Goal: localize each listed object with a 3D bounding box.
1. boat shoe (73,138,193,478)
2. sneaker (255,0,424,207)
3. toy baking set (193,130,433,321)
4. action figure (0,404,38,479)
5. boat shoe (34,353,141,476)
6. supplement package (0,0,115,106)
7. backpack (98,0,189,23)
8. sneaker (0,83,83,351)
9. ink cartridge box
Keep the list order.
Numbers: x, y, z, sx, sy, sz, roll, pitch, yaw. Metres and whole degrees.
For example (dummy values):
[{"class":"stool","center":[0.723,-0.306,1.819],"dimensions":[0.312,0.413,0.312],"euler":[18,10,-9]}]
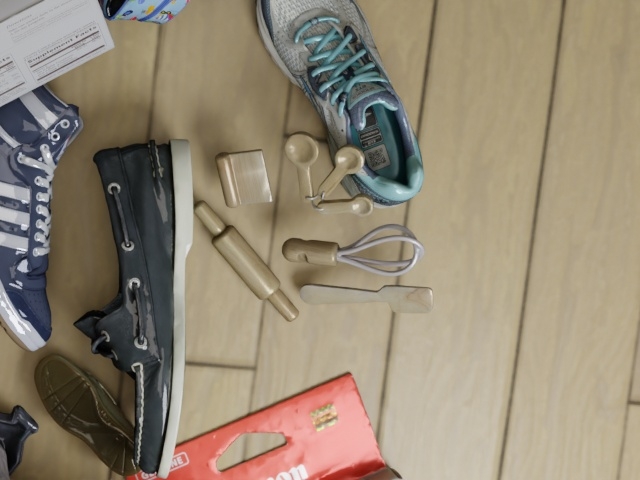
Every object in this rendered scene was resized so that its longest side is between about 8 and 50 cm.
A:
[{"class":"boat shoe","center":[-0.190,0.066,1.400],"dimensions":[0.113,0.127,0.340],"euler":[2,94,-11]},{"class":"sneaker","center":[0.034,-0.163,1.421],"dimensions":[0.110,0.122,0.283],"euler":[-31,101,-7]},{"class":"toy baking set","center":[-0.006,0.002,1.431],"dimensions":[0.197,0.030,0.256],"euler":[-27,109,28]},{"class":"action figure","center":[-0.424,0.301,1.343],"dimensions":[0.330,0.178,0.341],"euler":[29,95,-28]},{"class":"boat shoe","center":[-0.235,0.178,1.450],"dimensions":[0.056,0.048,0.153],"euler":[-44,96,9]},{"class":"supplement package","center":[-0.359,-0.227,1.288],"dimensions":[0.262,0.145,0.204],"euler":[-29,75,-8]},{"class":"backpack","center":[-0.146,-0.284,1.360],"dimensions":[0.117,0.158,0.173],"euler":[23,105,-31]},{"class":"sneaker","center":[-0.285,-0.041,1.383],"dimensions":[0.153,0.099,0.282],"euler":[-22,97,-6]},{"class":"ink cartridge box","center":[-0.040,0.304,1.491],"dimensions":[0.275,0.060,0.239],"euler":[-22,101,-8]}]
